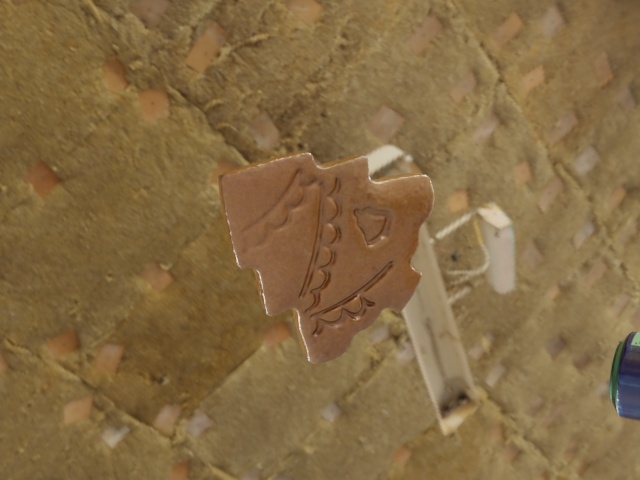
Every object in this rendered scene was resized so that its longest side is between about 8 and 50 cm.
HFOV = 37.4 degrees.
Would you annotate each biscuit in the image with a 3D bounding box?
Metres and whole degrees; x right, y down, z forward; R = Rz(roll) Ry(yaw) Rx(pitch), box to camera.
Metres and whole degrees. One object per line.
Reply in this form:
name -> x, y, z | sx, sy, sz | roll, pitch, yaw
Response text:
biscuit -> 0.000, 0.000, 1.188 | 0.306, 0.043, 0.284 | 30, -90, -25

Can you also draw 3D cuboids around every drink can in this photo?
drink can -> 0.481, 0.186, 1.206 | 0.118, 0.204, 0.118 | -20, -66, -56
